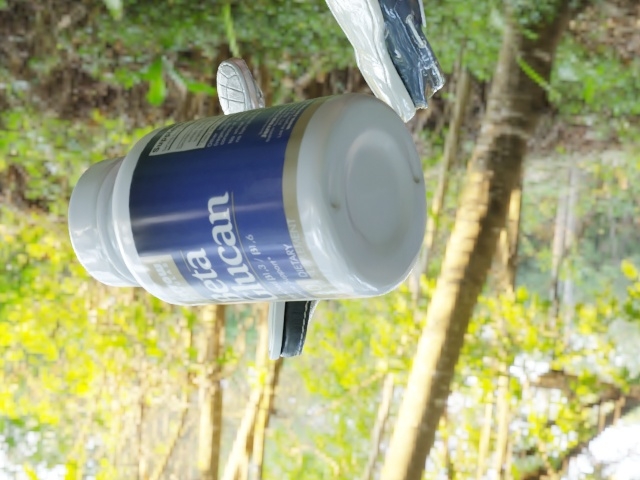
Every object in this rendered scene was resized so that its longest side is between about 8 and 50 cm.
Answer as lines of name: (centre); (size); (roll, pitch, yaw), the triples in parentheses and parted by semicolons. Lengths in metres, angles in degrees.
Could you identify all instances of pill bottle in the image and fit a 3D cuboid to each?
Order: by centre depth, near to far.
pill bottle: (-0.041, -0.015, 0.556); (0.169, 0.094, 0.094); (-5, 179, 36)

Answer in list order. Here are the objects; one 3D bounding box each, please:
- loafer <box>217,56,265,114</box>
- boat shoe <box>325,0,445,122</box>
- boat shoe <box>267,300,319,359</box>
loafer: (-0.073, -0.133, 1.145); (0.045, 0.125, 0.039); (24, -132, 36)
boat shoe: (0.070, -0.227, 1.155); (0.095, 0.079, 0.254); (41, 167, 44)
boat shoe: (0.000, 0.000, 1.268); (0.091, 0.302, 0.114); (12, 150, -5)
